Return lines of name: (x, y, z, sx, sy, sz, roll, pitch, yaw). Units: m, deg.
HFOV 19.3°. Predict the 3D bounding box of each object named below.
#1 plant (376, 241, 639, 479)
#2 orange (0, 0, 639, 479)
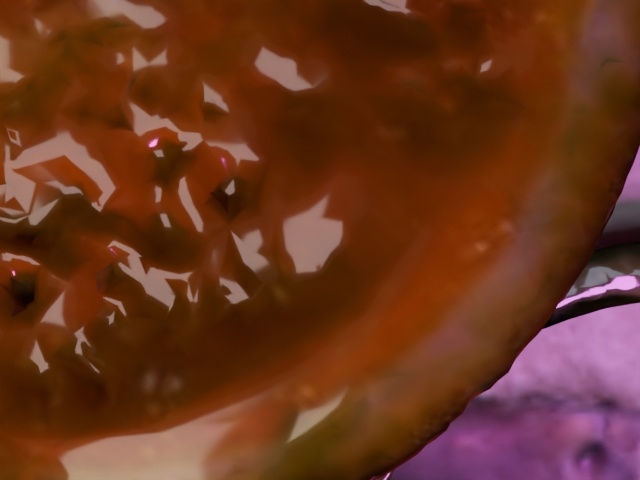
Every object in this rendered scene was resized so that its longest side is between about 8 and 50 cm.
plant: (0.013, 0.143, 0.709, 0.251, 0.180, 0.333, 10, 96, 9)
orange: (-0.072, -0.090, 0.421, 0.310, 0.274, 0.274, 43, 131, 23)
